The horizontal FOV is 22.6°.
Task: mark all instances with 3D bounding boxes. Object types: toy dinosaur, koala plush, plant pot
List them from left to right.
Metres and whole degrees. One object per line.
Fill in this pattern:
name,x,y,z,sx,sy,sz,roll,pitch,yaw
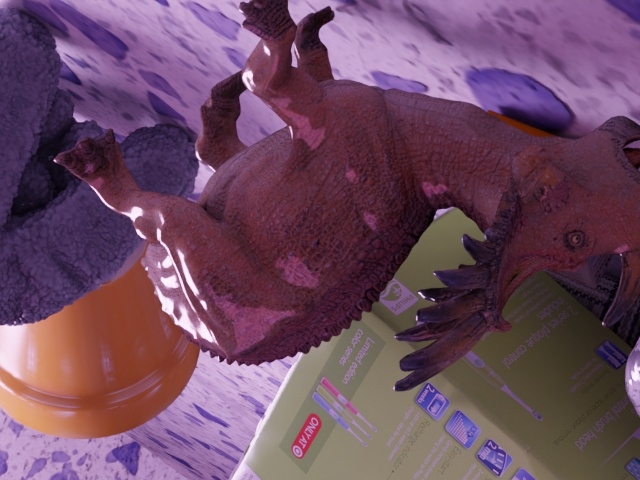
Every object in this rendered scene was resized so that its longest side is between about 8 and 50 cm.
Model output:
koala plush,-0.232,-0.046,1.173,0.196,0.203,0.221,38,176,-22
plant pot,-0.206,0.038,1.381,0.205,0.205,0.188,28,149,15
toy dinosaur,0.000,0.000,0.759,0.295,0.127,0.200,-33,85,37

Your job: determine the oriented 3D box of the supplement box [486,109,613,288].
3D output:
supplement box,0.113,-0.020,0.815,0.062,0.036,0.098,23,163,27

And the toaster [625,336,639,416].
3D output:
toaster,0.240,0.079,0.714,0.146,0.129,0.227,22,163,46

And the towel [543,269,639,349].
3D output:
towel,0.271,0.129,0.992,0.312,0.056,0.324,24,161,18

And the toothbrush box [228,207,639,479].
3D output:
toothbrush box,0.108,0.155,0.878,0.283,0.122,0.206,42,134,17
